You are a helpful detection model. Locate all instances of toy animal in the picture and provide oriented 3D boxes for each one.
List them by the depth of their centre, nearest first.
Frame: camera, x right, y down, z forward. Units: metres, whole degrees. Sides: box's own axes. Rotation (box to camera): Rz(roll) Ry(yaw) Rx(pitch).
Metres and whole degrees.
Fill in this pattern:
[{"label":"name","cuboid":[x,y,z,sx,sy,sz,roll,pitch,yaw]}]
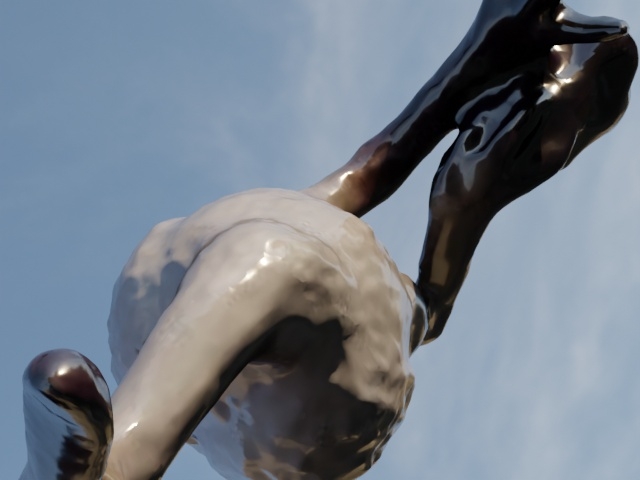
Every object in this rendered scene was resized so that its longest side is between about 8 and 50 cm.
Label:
[{"label":"toy animal","cuboid":[-0.013,0.022,0.500,0.324,0.090,0.195,-40,-22,-50]}]
